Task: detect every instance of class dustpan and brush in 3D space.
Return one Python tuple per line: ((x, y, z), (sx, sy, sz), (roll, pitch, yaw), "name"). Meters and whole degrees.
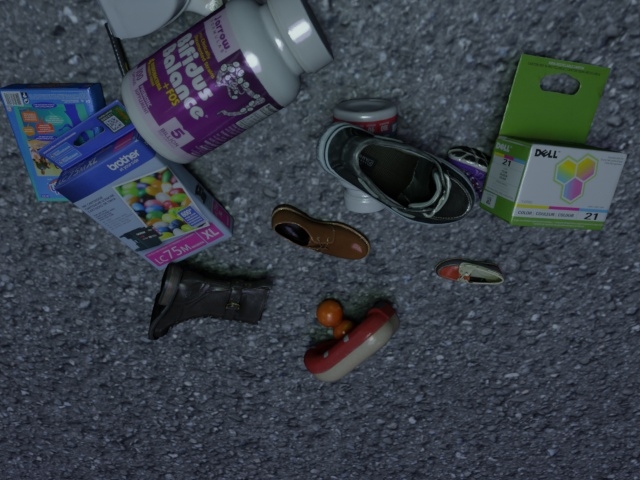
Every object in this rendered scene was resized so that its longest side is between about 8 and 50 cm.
((-0.214, -0.370, 0.646), (0.211, 0.060, 0.147), (3, 140, 11), "dustpan and brush")

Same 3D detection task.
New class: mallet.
((-0.327, -0.270, 0.787), (0.039, 0.062, 0.190), (-8, 104, 5), "mallet")

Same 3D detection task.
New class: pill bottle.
((-0.138, -0.257, 0.705), (0.301, 0.169, 0.169), (-27, 115, 16), "pill bottle")
((0.079, -0.145, 0.797), (0.107, 0.108, 0.180), (-3, 120, 3), "pill bottle")

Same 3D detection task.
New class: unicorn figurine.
((-0.204, -0.379, 0.700), (0.161, 0.060, 0.111), (15, 119, -7), "unicorn figurine")

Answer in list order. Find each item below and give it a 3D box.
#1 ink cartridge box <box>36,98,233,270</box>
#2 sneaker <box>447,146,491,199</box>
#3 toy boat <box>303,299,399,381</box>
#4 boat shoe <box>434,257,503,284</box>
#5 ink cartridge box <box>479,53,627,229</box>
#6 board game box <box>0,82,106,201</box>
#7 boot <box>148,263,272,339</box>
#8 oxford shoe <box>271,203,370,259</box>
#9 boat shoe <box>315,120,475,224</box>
((-0.322, -0.080, 0.827), (0.185, 0.065, 0.311), (-24, 132, 14), "ink cartridge box")
((0.298, -0.111, 0.835), (0.169, 0.068, 0.071), (27, 123, -14), "sneaker")
((0.047, 0.196, 0.994), (0.231, 0.151, 0.151), (-44, 79, 22), "toy boat")
((0.308, 0.068, 0.948), (0.136, 0.043, 0.049), (4, 122, 1), "boat shoe")
((0.391, -0.156, 0.745), (0.188, 0.097, 0.256), (2, 112, -15), "ink cartridge box")
((-0.461, -0.174, 0.833), (0.160, 0.047, 0.210), (0, 120, 1), "board game box")
((-0.239, 0.154, 0.988), (0.228, 0.091, 0.263), (14, 137, -21), "boot")
((0.000, 0.000, 0.902), (0.212, 0.076, 0.076), (18, 117, -10), "oxford shoe")
((0.145, -0.083, 0.723), (0.335, 0.119, 0.121), (13, 108, -34), "boat shoe")
